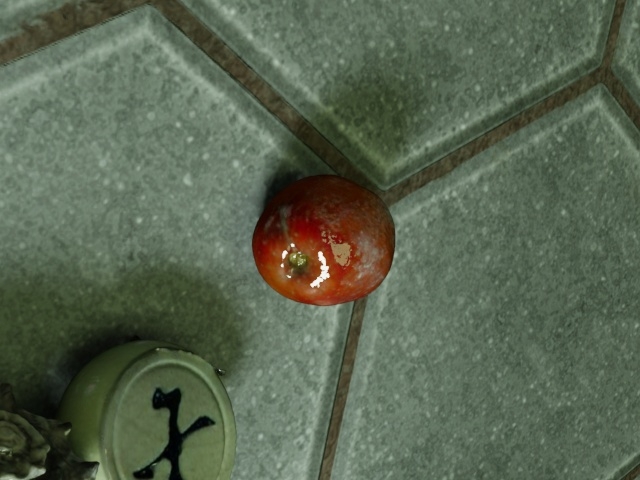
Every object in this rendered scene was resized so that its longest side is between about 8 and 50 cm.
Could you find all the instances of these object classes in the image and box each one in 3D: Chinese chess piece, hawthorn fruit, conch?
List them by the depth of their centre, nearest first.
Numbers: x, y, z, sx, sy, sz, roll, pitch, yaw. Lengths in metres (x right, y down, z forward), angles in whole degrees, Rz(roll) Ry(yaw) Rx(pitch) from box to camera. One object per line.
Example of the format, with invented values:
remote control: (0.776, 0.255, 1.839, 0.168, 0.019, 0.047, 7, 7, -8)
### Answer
conch: (-0.365, 0.247, 1.210, 0.186, 0.312, 0.241, 84, 8, -52)
Chinese chess piece: (-0.196, 0.224, 1.382, 0.237, 0.092, 0.238, 13, 72, -47)
hawthorn fruit: (0.000, 0.000, 1.469, 0.172, 0.173, 0.173, -14, 114, -35)
